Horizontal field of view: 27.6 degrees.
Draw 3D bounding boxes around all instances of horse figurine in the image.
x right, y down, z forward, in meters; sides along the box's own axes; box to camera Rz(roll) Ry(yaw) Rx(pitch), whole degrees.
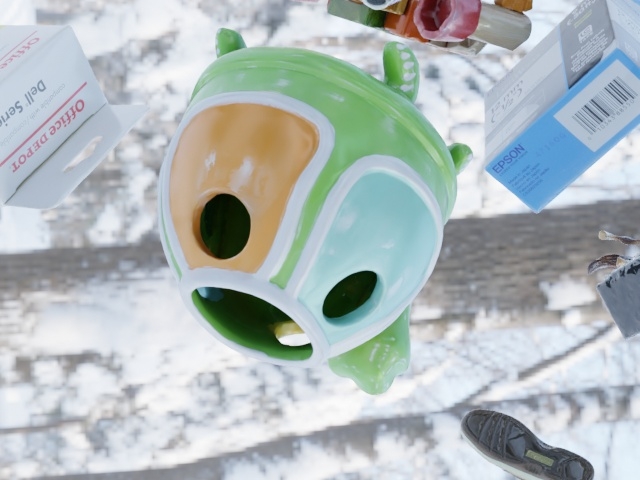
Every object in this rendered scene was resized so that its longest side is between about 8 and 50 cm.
[{"bbox_3d":[0.478,0.036,1.718,0.263,0.174,0.066,10,-94,57],"label":"horse figurine"}]

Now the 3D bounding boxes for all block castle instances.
[{"bbox_3d":[0.117,-0.445,1.850,0.453,0.212,0.303,29,-73,53],"label":"block castle"}]

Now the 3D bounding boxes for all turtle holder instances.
[{"bbox_3d":[-0.018,-0.008,1.110,0.320,0.243,0.227,96,13,-62],"label":"turtle holder"}]

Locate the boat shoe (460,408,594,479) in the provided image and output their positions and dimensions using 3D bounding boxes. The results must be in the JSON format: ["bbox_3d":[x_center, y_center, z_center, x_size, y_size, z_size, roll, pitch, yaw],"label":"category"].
[{"bbox_3d":[0.265,0.288,1.694,0.190,0.068,0.072,29,-28,29],"label":"boat shoe"}]

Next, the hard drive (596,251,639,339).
[{"bbox_3d":[0.414,-0.037,1.054,0.064,0.339,0.237,64,-19,8],"label":"hard drive"}]

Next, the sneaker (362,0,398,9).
[{"bbox_3d":[0.113,-0.314,1.408,0.068,0.170,0.071,61,27,7],"label":"sneaker"}]

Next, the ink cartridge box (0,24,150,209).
[{"bbox_3d":[-0.397,-0.151,1.505,0.207,0.353,0.119,-53,136,-37],"label":"ink cartridge box"}]

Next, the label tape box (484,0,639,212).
[{"bbox_3d":[0.352,-0.231,1.859,0.249,0.115,0.348,-44,-160,28],"label":"label tape box"}]
